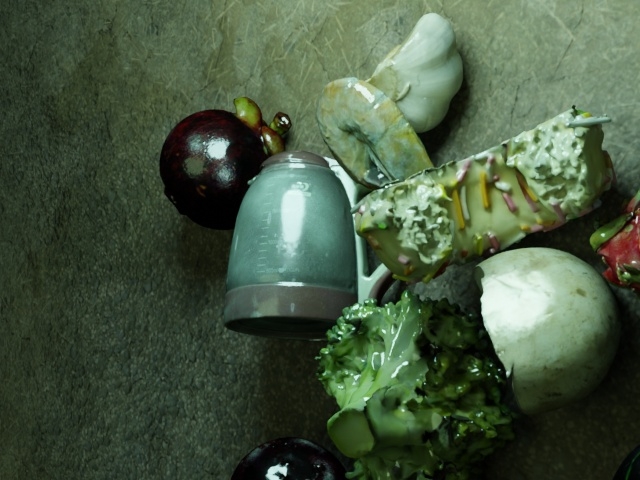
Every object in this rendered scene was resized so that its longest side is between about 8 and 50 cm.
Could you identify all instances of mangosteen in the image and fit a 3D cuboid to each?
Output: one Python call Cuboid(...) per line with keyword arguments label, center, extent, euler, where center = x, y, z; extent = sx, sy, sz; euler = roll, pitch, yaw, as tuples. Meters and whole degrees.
Cuboid(label="mangosteen", center=(-0.162, -0.145, 2.121), extent=(0.265, 0.228, 0.228), euler=(-36, 57, -4))
Cuboid(label="mangosteen", center=(-0.056, 0.451, 1.968), extent=(0.211, 0.211, 0.250), euler=(55, 150, 31))

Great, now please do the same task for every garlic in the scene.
Cuboid(label="garlic", center=(0.156, -0.256, 1.894), extent=(0.143, 0.178, 0.229), euler=(39, 134, 5))

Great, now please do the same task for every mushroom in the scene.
Cuboid(label="mushroom", center=(0.334, 0.125, 1.668), extent=(0.189, 0.195, 0.254), euler=(-17, 47, 12))

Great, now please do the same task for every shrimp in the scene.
Cuboid(label="shrimp", center=(0.105, -0.121, 1.868), extent=(0.168, 0.077, 0.317), euler=(-25, 102, 50))

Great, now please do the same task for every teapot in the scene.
Cuboid(label="teapot", center=(0.000, 0.000, 1.964), extent=(0.315, 0.233, 0.312), euler=(0, 77, 13))

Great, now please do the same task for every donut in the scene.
Cuboid(label="donut", center=(0.234, -0.054, 1.674), extent=(0.371, 0.307, 0.150), euler=(-23, 87, 3))

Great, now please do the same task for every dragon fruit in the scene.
Cuboid(label="dragon fruit", center=(0.450, 0.001, 1.583), extent=(0.172, 0.160, 0.166), euler=(-23, 94, 38))

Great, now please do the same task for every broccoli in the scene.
Cuboid(label="broccoli", center=(0.137, 0.256, 1.796), extent=(0.334, 0.324, 0.272), euler=(-15, 32, 39))

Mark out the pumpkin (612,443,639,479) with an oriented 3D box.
Cuboid(label="pumpkin", center=(0.500, 0.354, 1.475), extent=(0.248, 0.248, 0.248), euler=(-6, 81, 41))
